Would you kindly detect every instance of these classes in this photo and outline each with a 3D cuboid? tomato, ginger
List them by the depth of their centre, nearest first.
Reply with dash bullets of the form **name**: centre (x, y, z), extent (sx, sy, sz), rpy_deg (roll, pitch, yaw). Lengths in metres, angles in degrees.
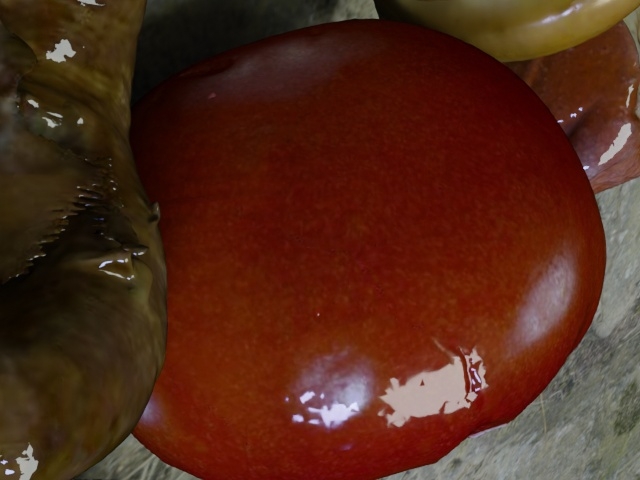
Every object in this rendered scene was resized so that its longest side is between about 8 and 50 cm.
- **ginger**: centre (-0.116, -0.027, 0.498), extent (0.107, 0.309, 0.133), rpy_deg (6, 153, -24)
- **tomato**: centre (0.000, 0.000, 0.652), extent (0.298, 0.298, 0.226), rpy_deg (-24, 99, -40)

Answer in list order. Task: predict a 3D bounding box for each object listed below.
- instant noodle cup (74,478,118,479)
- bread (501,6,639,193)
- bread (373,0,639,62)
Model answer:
- **instant noodle cup**: centre (-0.152, 0.286, 0.763), extent (0.251, 0.251, 0.190), rpy_deg (-31, 132, -34)
- **bread**: centre (0.220, -0.130, 0.920), extent (0.244, 0.123, 0.190), rpy_deg (-12, 93, -56)
- **bread**: centre (0.127, -0.256, 0.626), extent (0.315, 0.211, 0.270), rpy_deg (-53, 148, -7)
